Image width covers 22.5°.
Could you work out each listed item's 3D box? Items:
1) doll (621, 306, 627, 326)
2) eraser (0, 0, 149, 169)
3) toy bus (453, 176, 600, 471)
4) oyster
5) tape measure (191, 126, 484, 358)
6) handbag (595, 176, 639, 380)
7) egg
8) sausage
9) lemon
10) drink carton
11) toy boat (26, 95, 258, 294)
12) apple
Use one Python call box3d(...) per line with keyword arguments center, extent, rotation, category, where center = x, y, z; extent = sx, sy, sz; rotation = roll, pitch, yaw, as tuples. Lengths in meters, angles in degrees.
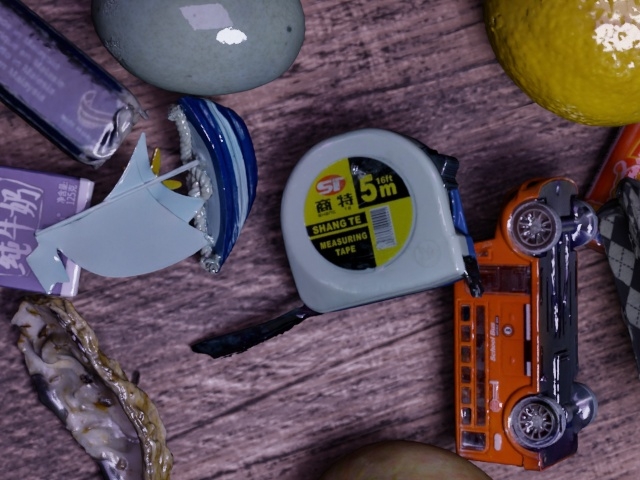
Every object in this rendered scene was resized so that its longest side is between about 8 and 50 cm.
box3d(center=(0.481, 0.186, 1.916), extent=(0.311, 0.159, 0.242), rotation=(30, 87, -7), category="doll")
box3d(center=(-0.341, -0.207, 1.746), extent=(0.332, 0.155, 0.101), rotation=(38, 86, -10), category="eraser")
box3d(center=(0.231, 0.091, 1.862), extent=(0.153, 0.143, 0.329), rotation=(2, 95, 29), category="toy bus")
box3d(center=(-0.240, 0.205, 1.818), extent=(0.345, 0.129, 0.078), rotation=(61, 39, -13), category="oyster")
box3d(center=(0.000, 0.000, 1.845), extent=(0.351, 0.098, 0.215), rotation=(-15, 83, 18), category="tape measure")
box3d(center=(0.538, 0.051, 1.829), extent=(0.416, 0.180, 0.316), rotation=(-9, 63, -16), category="handbag")
box3d(center=(-0.134, -0.244, 1.777), extent=(0.237, 0.169, 0.169), rotation=(6, 91, -4), category="egg")
box3d(center=(0.386, -0.110, 1.931), extent=(0.074, 0.074, 0.274), rotation=(28, 86, -10), category="sausage")
box3d(center=(0.323, -0.263, 1.817), extent=(0.293, 0.293, 0.293), rotation=(0, 92, -11), category="lemon")
box3d(center=(-0.370, -0.020, 1.778), extent=(0.222, 0.102, 0.134), rotation=(9, 93, -9), category="drink carton")
box3d(center=(-0.191, -0.028, 1.767), extent=(0.291, 0.067, 0.220), rotation=(-31, 125, -33), category="toy boat")
box3d(center=(0.105, 0.354, 1.815), extent=(0.234, 0.257, 0.256), rotation=(17, 89, -35), category="apple")
